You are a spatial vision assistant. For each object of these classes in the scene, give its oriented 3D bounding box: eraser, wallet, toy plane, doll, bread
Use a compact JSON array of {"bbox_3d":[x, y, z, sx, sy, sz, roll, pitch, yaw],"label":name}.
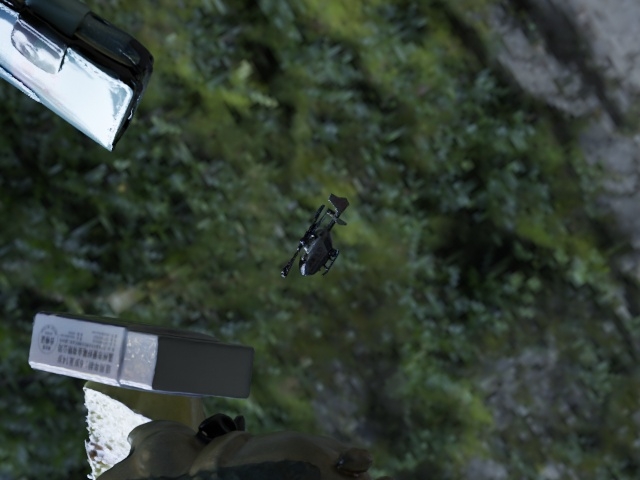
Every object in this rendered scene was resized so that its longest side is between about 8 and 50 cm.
[{"bbox_3d":[-0.178,0.114,1.459,0.124,0.068,0.210,13,174,-42],"label":"eraser"},{"bbox_3d":[-0.315,-0.219,1.695,0.250,0.075,0.176,35,148,-2],"label":"wallet"},{"bbox_3d":[0.000,0.000,1.790,0.049,0.120,0.031,28,-171,-32],"label":"toy plane"},{"bbox_3d":[-0.098,0.299,1.570,0.247,0.350,0.247,-11,-90,-74],"label":"doll"},{"bbox_3d":[-0.192,0.266,1.836,0.178,0.142,0.266,40,151,28],"label":"bread"}]
